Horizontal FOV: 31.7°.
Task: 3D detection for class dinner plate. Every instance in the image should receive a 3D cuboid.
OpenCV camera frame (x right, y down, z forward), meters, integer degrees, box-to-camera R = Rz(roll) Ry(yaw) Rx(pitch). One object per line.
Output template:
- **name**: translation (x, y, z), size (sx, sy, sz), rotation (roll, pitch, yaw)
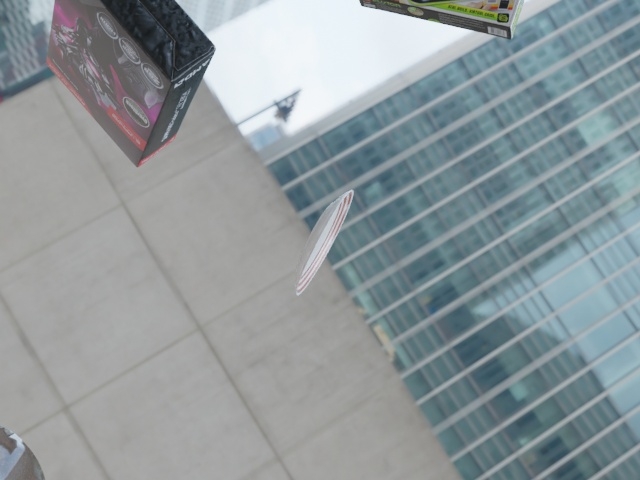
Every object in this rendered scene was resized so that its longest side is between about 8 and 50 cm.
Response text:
- **dinner plate**: translation (0.000, 0.000, 1.333), size (0.017, 0.141, 0.141), rotation (29, -21, 8)

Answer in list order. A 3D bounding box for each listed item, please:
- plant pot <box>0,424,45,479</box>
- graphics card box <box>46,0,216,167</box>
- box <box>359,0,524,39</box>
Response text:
- **plant pot**: translation (-0.448, 0.343, 1.324), size (0.215, 0.215, 0.230), rotation (62, 1, -10)
- **graphics card box**: translation (-0.291, -0.271, 1.669), size (0.233, 0.094, 0.371), rotation (50, -23, 0)
- **box**: translation (0.162, -0.337, 1.455), size (0.207, 0.114, 0.036), rotation (16, -13, 16)
